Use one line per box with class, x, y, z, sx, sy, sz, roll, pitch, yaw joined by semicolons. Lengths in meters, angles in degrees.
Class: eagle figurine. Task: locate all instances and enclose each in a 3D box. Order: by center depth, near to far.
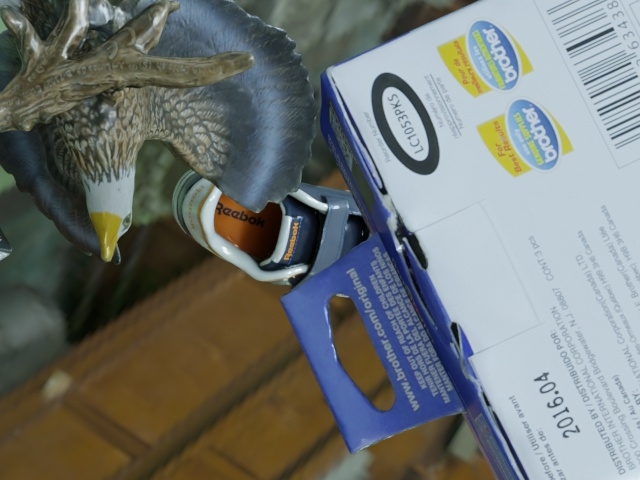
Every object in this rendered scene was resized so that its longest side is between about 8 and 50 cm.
eagle figurine;-0.145;-0.091;1.330;0.225;0.226;0.298;-60;170;2

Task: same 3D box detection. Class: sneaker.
sneaker;0.000;0.000;2.032;0.127;0.321;0.126;-136;-122;-75

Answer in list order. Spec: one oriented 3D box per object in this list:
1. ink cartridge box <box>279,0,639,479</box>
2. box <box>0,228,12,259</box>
ink cartridge box;0.175;-0.017;1.006;0.395;0.270;0.151;-25;170;-5
box;-0.387;0.033;1.317;0.232;0.058;0.322;-34;167;11
